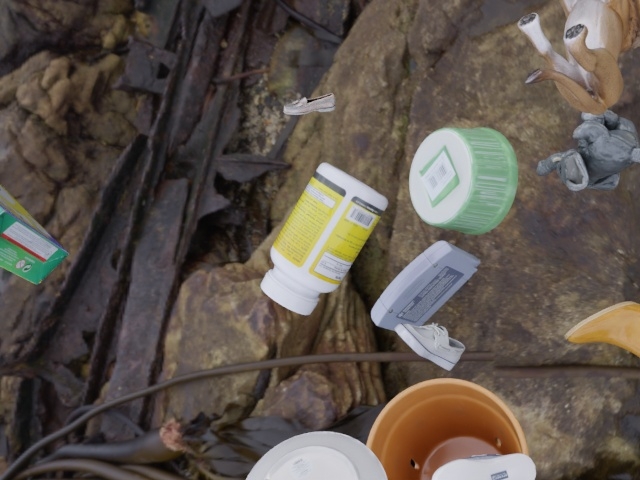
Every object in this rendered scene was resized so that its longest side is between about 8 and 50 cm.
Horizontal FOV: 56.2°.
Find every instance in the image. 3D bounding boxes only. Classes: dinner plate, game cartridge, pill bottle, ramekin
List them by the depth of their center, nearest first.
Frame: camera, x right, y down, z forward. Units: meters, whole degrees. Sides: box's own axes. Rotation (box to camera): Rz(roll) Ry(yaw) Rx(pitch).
[{"bbox_3d":[-0.009,0.229,0.538,0.141,0.141,0.017,10,132,31],"label":"dinner plate"},{"bbox_3d":[0.000,0.000,1.419,0.188,0.188,0.334,35,99,28],"label":"pill bottle"},{"bbox_3d":[0.279,0.130,1.628,0.297,0.198,0.062,-49,43,18],"label":"game cartridge"},{"bbox_3d":[0.381,-0.169,1.662,0.303,0.148,0.303,-7,82,61],"label":"ramekin"}]

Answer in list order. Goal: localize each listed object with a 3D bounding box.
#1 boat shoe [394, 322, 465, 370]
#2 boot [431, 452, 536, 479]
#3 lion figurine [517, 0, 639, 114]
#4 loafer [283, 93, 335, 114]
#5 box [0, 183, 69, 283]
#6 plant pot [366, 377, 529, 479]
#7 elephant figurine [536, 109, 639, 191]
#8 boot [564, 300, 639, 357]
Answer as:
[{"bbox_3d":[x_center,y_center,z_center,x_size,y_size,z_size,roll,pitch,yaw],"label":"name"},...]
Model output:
[{"bbox_3d":[0.290,0.257,1.547,0.088,0.267,0.096,-50,38,6],"label":"boat shoe"},{"bbox_3d":[0.241,0.376,0.946,0.086,0.190,0.069,140,129,-58],"label":"boot"},{"bbox_3d":[0.423,-0.306,0.927,0.142,0.240,0.392,0,54,50],"label":"lion figurine"},{"bbox_3d":[-0.026,-0.325,1.415,0.045,0.125,0.039,-108,14,-52],"label":"loafer"},{"bbox_3d":[-0.297,-0.046,0.492,0.179,0.105,0.043,38,77,15],"label":"box"},{"bbox_3d":[0.251,0.433,1.120,0.291,0.203,0.290,-14,51,18],"label":"plant pot"},{"bbox_3d":[0.647,-0.183,1.448,0.169,0.186,0.239,23,134,2],"label":"elephant figurine"},{"bbox_3d":[0.696,0.230,1.264,0.295,0.104,0.211,-19,64,-1],"label":"boot"}]
